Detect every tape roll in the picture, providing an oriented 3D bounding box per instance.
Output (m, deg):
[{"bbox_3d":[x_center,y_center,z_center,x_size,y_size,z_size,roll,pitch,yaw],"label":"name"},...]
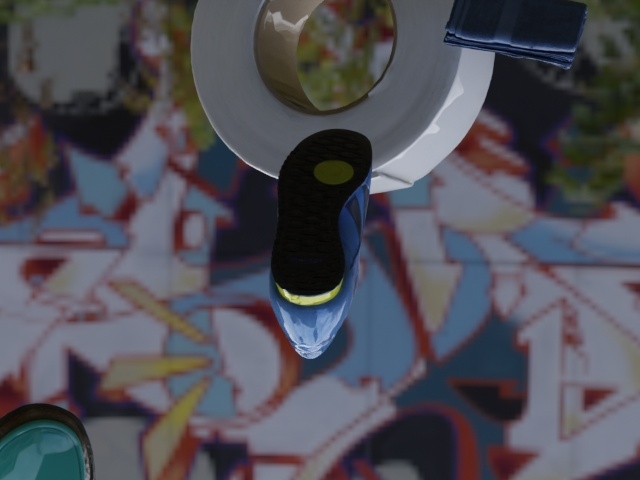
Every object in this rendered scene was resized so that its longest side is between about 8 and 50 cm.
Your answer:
[{"bbox_3d":[0.021,-0.186,1.860,0.286,0.286,0.100,4,177,23],"label":"tape roll"}]

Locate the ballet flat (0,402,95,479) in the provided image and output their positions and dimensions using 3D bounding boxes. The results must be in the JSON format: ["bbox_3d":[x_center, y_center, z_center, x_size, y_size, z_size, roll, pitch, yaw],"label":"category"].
[{"bbox_3d":[-0.221,0.220,1.339,0.095,0.280,0.096,9,-158,-15],"label":"ballet flat"}]

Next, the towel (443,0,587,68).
[{"bbox_3d":[0.172,-0.190,1.700,0.119,0.029,0.067,10,-126,15],"label":"towel"}]

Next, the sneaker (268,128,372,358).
[{"bbox_3d":[0.000,0.000,1.475,0.069,0.082,0.209,3,-137,7],"label":"sneaker"}]
